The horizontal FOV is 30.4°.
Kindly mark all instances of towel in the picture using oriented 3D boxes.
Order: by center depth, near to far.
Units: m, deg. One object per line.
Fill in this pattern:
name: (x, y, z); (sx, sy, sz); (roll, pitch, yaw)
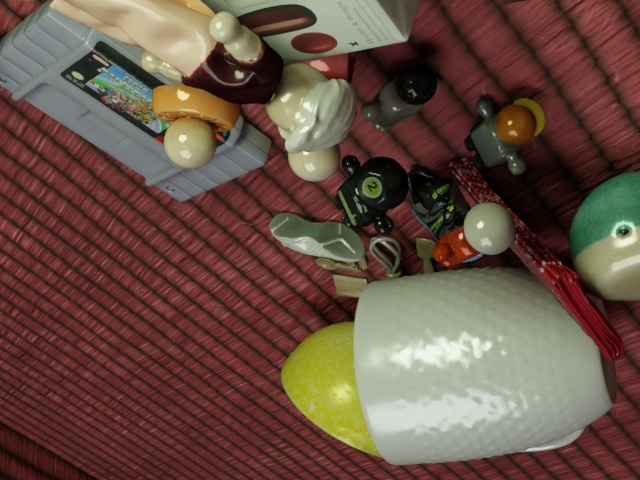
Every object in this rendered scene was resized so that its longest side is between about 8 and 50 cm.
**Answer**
towel: (0.273, 0.021, 1.489); (0.199, 0.031, 0.275); (47, -174, -42)

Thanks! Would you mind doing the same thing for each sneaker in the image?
sneaker: (0.163, -0.035, 1.522); (0.188, 0.067, 0.078); (47, 171, 49)
sneaker: (0.000, 0.000, 1.784); (0.152, 0.054, 0.061); (17, 159, 18)

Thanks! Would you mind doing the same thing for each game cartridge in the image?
game cartridge: (-0.263, -0.181, 1.602); (0.355, 0.068, 0.230); (34, 153, -27)

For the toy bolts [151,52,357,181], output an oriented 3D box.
toy bolts: (-0.066, -0.146, 1.374); (0.228, 0.159, 0.218); (5, 173, 12)

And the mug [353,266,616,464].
mug: (0.264, 0.202, 1.732); (0.328, 0.276, 0.374); (-9, 137, 20)

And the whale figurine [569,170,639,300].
whale figurine: (0.413, -0.002, 1.466); (0.216, 0.141, 0.272); (-22, 159, 27)

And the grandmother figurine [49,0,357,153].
grandmother figurine: (-0.110, -0.188, 1.136); (0.342, 0.104, 0.208); (28, 178, -23)

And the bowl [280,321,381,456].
bowl: (0.095, 0.215, 1.961); (0.289, 0.289, 0.156); (23, 110, -9)

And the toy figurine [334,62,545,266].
toy figurine: (0.137, -0.088, 1.360); (0.213, 0.210, 0.148); (23, 164, -8)

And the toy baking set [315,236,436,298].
toy baking set: (0.102, 0.057, 1.840); (0.256, 0.030, 0.197); (-8, 142, 41)

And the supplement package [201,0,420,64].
supplement package: (-0.028, -0.292, 1.154); (0.203, 0.149, 0.194); (-5, 144, 36)

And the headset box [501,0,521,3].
headset box: (0.200, -0.344, 0.962); (0.218, 0.110, 0.293); (-2, 146, 34)
